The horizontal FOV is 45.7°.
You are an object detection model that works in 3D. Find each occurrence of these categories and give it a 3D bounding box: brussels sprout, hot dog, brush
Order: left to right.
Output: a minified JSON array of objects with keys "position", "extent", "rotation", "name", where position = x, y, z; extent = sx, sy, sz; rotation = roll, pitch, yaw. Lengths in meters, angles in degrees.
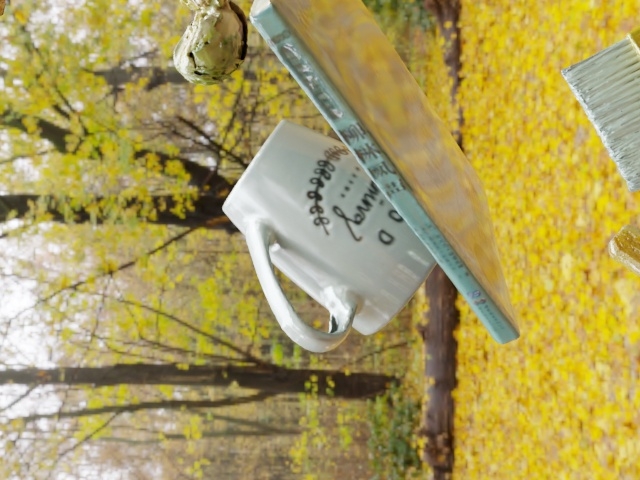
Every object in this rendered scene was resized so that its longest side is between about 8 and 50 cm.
[{"position":[-0.071,-0.139,0.465],"extent":[0.051,0.046,0.083],"rotation":[-37,-54,-52],"name":"brussels sprout"},{"position":[0.297,0.035,0.610],"extent":[0.044,0.137,0.028],"rotation":[-51,-21,-3],"name":"hot dog"},{"position":[0.244,-0.111,0.413],"extent":[0.083,0.205,0.011],"rotation":[63,-167,11],"name":"brush"}]

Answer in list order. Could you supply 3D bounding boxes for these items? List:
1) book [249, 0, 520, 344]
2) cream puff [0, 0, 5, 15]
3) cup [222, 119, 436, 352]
[{"position":[0.071,-0.108,0.709],"extent":[0.379,0.031,0.264],"rotation":[49,-155,-28],"name":"book"},{"position":[-0.555,-0.357,1.002],"extent":[0.241,0.269,0.154],"rotation":[-108,36,-54],"name":"cream puff"},{"position":[0.000,0.000,0.886],"extent":[0.186,0.234,0.258],"rotation":[-49,11,49],"name":"cup"}]
